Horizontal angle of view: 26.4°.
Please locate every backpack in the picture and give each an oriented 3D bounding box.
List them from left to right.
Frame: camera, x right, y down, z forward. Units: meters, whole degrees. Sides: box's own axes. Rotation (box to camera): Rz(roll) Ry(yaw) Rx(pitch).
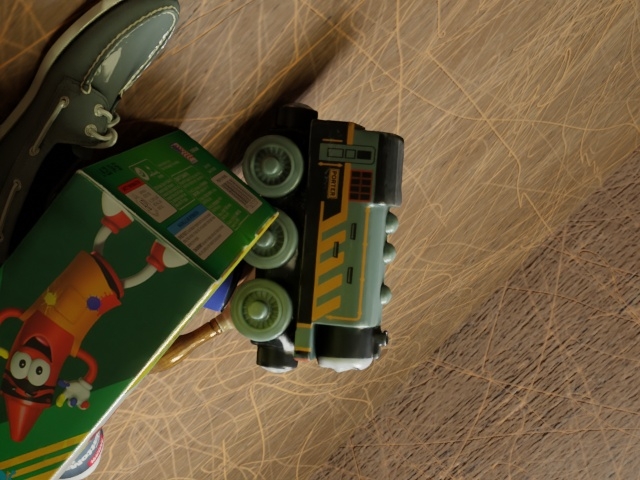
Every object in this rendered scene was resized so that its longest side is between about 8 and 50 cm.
[{"bbox_3d":[-0.139,0.009,1.734,0.098,0.101,0.120,121,-8,-45],"label":"backpack"}]

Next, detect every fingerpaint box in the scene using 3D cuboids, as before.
[{"bbox_3d":[-0.241,0.088,1.373,0.371,0.163,0.445,-50,-178,11],"label":"fingerpaint box"}]

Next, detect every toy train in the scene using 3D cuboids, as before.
[{"bbox_3d":[0.000,0.000,1.672,0.142,0.190,0.334,6,89,-78],"label":"toy train"}]

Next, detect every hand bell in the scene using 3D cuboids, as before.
[{"bbox_3d":[-0.160,0.128,1.978,0.242,0.126,0.126,-29,160,-2],"label":"hand bell"}]

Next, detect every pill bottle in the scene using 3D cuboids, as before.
[{"bbox_3d":[-0.348,0.261,1.830,0.108,0.108,0.180,-38,161,-14],"label":"pill bottle"}]

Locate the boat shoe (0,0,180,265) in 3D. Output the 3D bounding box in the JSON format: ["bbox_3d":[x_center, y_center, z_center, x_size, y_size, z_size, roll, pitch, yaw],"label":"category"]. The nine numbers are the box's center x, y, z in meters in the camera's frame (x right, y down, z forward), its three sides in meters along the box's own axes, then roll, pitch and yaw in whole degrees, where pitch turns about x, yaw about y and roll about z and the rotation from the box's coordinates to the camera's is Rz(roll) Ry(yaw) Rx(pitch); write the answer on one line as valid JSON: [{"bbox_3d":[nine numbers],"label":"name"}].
[{"bbox_3d":[-0.230,-0.109,1.301,0.319,0.099,0.116,-46,162,10],"label":"boat shoe"}]
